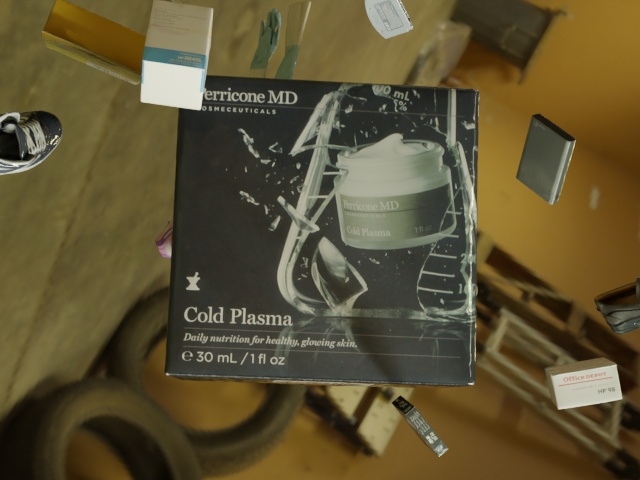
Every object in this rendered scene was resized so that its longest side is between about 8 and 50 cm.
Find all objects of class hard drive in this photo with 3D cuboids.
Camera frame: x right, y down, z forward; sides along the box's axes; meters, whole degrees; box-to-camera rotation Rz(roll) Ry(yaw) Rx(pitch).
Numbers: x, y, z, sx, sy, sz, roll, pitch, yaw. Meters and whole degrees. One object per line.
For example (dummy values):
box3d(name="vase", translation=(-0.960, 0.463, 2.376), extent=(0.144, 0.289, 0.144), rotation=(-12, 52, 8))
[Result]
box3d(name="hard drive", translation=(0.395, -0.144, 1.933), extent=(0.022, 0.094, 0.135), rotation=(-19, 135, -30))

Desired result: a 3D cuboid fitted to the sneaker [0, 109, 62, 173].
box3d(name="sneaker", translation=(-0.507, -0.172, 1.870), extent=(0.153, 0.099, 0.282), rotation=(-18, -170, 36))

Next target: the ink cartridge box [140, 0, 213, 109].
box3d(name="ink cartridge box", translation=(-0.208, -0.278, 1.607), extent=(0.092, 0.090, 0.143), rotation=(106, -10, -56))

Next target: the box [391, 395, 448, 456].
box3d(name="box", translation=(0.141, 0.263, 1.567), extent=(0.018, 0.083, 0.067), rotation=(-40, -165, -7))

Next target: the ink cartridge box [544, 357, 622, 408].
box3d(name="ink cartridge box", translation=(0.423, 0.231, 1.776), extent=(0.180, 0.104, 0.060), rotation=(18, 62, -81))

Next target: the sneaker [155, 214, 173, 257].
box3d(name="sneaker", translation=(-0.253, -0.034, 2.227), extent=(0.105, 0.095, 0.236), rotation=(-10, -156, 33))

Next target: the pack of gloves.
box3d(name="pack of gloves", translation=(-0.084, -0.379, 2.315), extent=(0.195, 0.046, 0.232), rotation=(11, -93, 59))

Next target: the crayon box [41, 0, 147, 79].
box3d(name="crayon box", translation=(-0.415, -0.372, 2.077), extent=(0.081, 0.202, 0.318), rotation=(-67, -166, 1))

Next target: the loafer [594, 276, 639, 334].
box3d(name="loafer", translation=(0.466, 0.076, 1.556), extent=(0.170, 0.061, 0.062), rotation=(-35, -158, 36))

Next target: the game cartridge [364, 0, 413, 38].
box3d(name="game cartridge", translation=(0.101, -0.347, 1.682), extent=(0.083, 0.056, 0.017), rotation=(55, 25, -44))

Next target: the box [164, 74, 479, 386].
box3d(name="box", translation=(0.000, 0.000, 1.809), extent=(0.297, 0.480, 0.471), rotation=(115, -23, -80))
